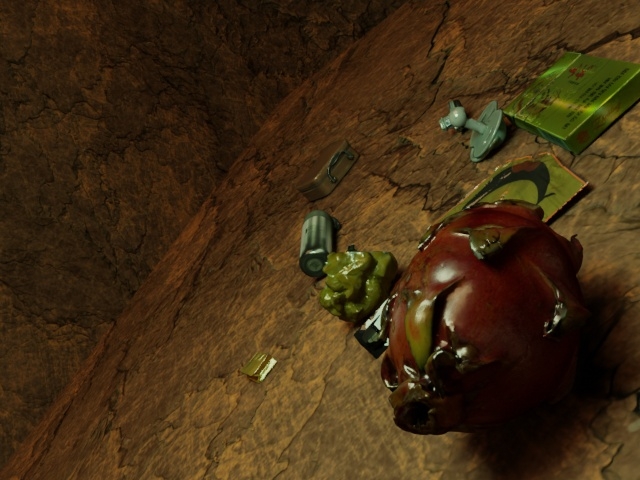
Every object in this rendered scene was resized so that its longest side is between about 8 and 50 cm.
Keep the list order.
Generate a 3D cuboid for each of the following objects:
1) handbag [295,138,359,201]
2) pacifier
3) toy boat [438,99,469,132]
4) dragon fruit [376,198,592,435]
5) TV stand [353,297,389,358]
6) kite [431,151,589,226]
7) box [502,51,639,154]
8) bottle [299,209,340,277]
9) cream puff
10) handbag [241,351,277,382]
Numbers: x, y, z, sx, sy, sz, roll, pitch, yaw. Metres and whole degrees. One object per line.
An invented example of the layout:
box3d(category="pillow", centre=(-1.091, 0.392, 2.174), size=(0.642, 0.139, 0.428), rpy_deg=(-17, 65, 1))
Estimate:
box3d(category="handbag", centre=(0.023, -0.208, 2.133), size=(0.193, 0.072, 0.151), rpy_deg=(-50, 18, -19))
box3d(category="pacifier", centre=(0.309, -0.226, 1.455), size=(0.150, 0.116, 0.127), rpy_deg=(-81, 14, -56))
box3d(category="toy boat", centre=(0.305, -0.281, 1.664), size=(0.066, 0.059, 0.140), rpy_deg=(-27, 24, 16))
box3d(category="dragon fruit", centre=(0.190, 0.087, 0.839), size=(0.250, 0.250, 0.315), rpy_deg=(-35, 5, 30))
box3d(category="TV stand", centre=(0.161, 0.084, 1.198), size=(0.256, 0.040, 0.049), rpy_deg=(-46, 17, 2))
box3d(category="kite", centre=(0.288, -0.031, 1.217), size=(0.328, 0.013, 0.377), rpy_deg=(-55, 19, -24))
box3d(category="box", centre=(0.451, -0.257, 1.305), size=(0.173, 0.043, 0.311), rpy_deg=(-43, 17, 10))
box3d(category="bottle", centre=(0.000, 0.000, 1.716), size=(0.095, 0.080, 0.254), rpy_deg=(-4, 25, 3))
box3d(category="cream puff", centre=(0.071, 0.080, 1.320), size=(0.121, 0.156, 0.156), rpy_deg=(16, 53, 22))
box3d(category="handbag", centre=(-0.129, 0.260, 1.501), size=(0.061, 0.027, 0.083), rpy_deg=(-51, 17, -17))
